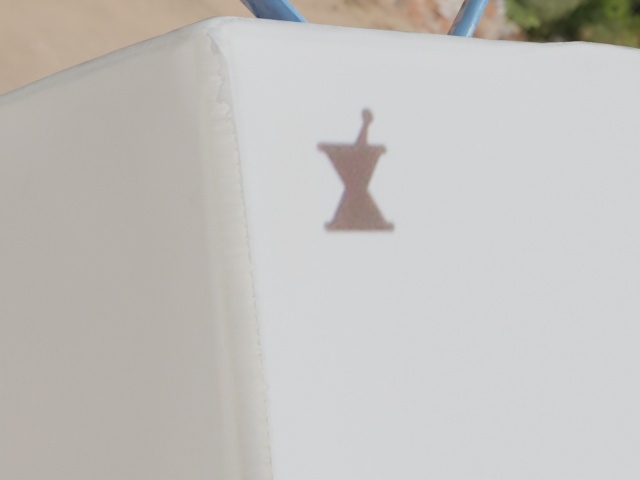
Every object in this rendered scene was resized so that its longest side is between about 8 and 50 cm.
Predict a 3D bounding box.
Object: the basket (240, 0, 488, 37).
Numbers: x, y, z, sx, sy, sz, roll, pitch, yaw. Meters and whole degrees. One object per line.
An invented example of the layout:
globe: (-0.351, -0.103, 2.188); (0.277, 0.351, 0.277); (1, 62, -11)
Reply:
basket: (-0.007, -0.230, 0.900); (0.289, 0.201, 0.255); (39, 58, -12)

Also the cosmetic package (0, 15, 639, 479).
cosmetic package: (-0.068, 0.062, 0.594); (0.230, 0.161, 0.453); (0, -8, -39)
